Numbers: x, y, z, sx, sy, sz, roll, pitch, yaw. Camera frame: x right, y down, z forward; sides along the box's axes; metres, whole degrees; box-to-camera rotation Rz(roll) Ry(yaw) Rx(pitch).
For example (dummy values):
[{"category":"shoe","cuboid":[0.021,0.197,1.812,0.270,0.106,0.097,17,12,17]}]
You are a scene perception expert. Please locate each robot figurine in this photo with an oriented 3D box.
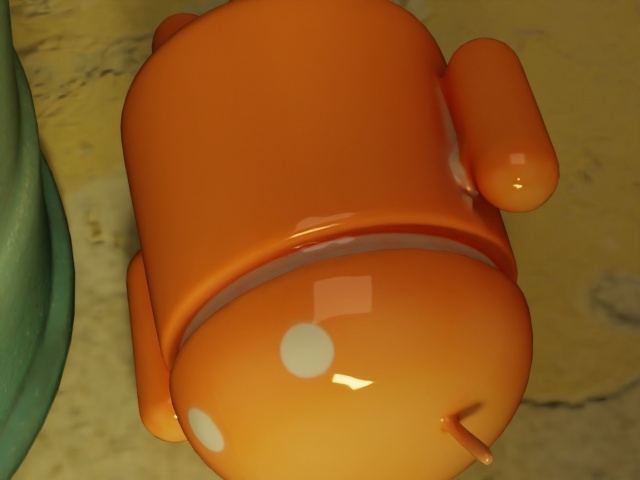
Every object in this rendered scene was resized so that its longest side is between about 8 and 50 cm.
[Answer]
[{"category":"robot figurine","cuboid":[0.001,-0.001,0.534,0.158,0.128,0.219,-13,58,-3]}]

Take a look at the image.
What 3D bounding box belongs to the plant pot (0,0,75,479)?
[{"category":"plant pot","cuboid":[-0.234,-0.083,0.441,0.341,0.334,0.341,6,53,-8]}]
